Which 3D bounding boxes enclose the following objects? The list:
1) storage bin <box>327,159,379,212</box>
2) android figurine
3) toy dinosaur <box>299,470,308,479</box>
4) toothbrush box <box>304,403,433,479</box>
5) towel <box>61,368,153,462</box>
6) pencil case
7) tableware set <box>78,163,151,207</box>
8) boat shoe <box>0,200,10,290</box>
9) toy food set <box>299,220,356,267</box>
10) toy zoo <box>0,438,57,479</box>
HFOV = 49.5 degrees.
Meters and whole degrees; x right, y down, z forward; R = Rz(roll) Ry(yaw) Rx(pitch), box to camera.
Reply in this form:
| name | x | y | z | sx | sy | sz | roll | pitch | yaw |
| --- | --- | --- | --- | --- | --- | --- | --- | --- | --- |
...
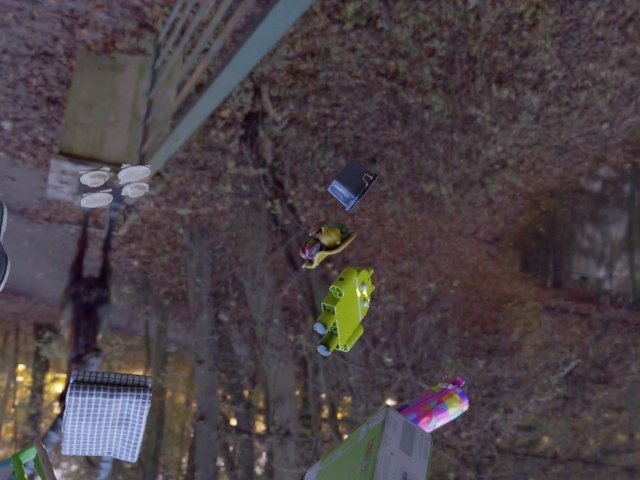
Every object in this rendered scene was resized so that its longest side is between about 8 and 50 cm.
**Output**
| name | x | y | z | sx | sy | sz | roll | pitch | yaw |
| --- | --- | --- | --- | --- | --- | --- | --- | --- | --- |
| storage bin | 0.088 | -0.160 | 1.917 | 0.091 | 0.135 | 0.098 | 38 | 142 | -1 |
| android figurine | 0.073 | 0.181 | 1.881 | 0.056 | 0.273 | 0.248 | 16 | 132 | 28 |
| toy dinosaur | -0.161 | 0.659 | 1.695 | 0.313 | 0.121 | 0.160 | -18 | 173 | 31 |
| toothbrush box | 0.071 | 0.478 | 1.310 | 0.122 | 0.206 | 0.283 | 38 | 122 | -9 |
| towel | -0.614 | 0.510 | 1.991 | 0.235 | 0.283 | 0.121 | 6 | -149 | -19 |
| pencil case | 0.250 | 0.419 | 1.689 | 0.236 | 0.104 | 0.104 | -27 | 178 | -20 |
| tableware set | -0.413 | -0.112 | 1.397 | 0.141 | 0.020 | 0.168 | -11 | 160 | -20 |
| boat shoe | -0.841 | 0.004 | 1.710 | 0.116 | 0.319 | 0.099 | -17 | 145 | 2 |
| toy food set | 0.000 | 0.000 | 1.590 | 0.071 | 0.128 | 0.218 | 52 | 167 | -6 |
| toy zoo | -0.705 | 0.556 | 1.457 | 0.293 | 0.030 | 0.192 | -32 | -151 | -21 |
